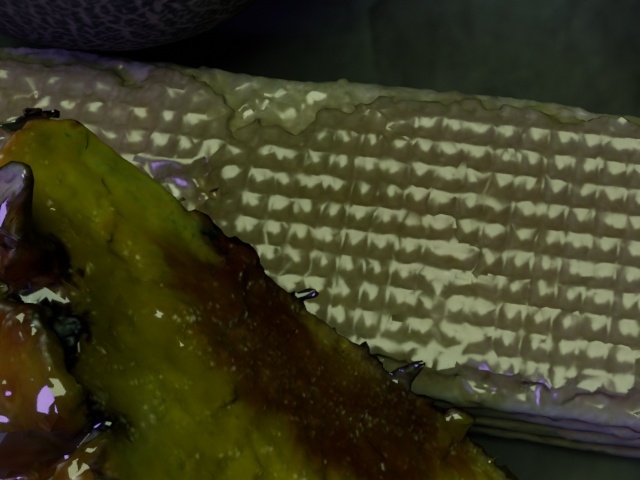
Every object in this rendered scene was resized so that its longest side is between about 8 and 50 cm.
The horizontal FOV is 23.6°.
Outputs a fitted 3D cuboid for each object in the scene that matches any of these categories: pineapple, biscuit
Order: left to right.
[{"bbox_3d":[-0.056,0.105,0.542,0.158,0.334,0.161,-27,28,39],"label":"pineapple"},{"bbox_3d":[0.000,0.000,0.647,0.426,0.078,0.144,7,71,9],"label":"biscuit"}]

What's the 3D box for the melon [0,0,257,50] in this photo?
[{"bbox_3d":[-0.122,-0.225,0.650,0.248,0.248,0.329,-39,66,-7],"label":"melon"}]
